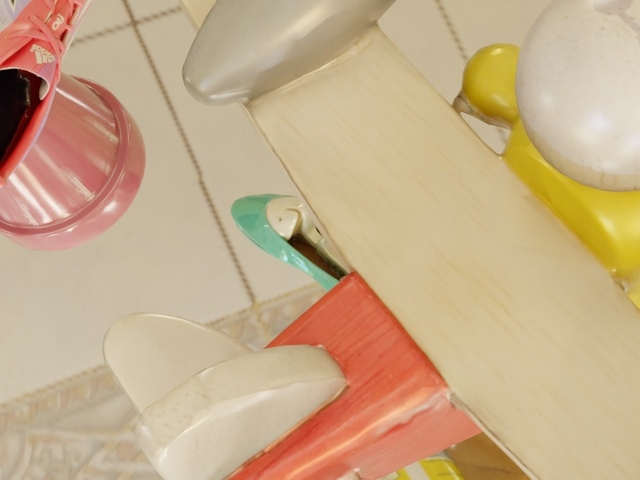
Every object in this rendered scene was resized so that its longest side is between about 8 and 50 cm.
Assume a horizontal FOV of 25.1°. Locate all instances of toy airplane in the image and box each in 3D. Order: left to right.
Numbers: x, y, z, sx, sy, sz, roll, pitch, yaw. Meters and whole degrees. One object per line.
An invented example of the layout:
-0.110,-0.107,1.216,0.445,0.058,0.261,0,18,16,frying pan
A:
0.085,-0.001,0.635,0.386,0.272,0.384,13,53,1,toy airplane

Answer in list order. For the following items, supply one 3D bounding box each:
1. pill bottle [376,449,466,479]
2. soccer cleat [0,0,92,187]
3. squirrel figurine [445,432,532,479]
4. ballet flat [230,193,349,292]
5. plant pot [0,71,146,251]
0.101,0.276,1.297,0.119,0.119,0.208,-22,53,-17,pill bottle
-0.187,-0.141,0.940,0.083,0.095,0.248,31,77,-36,soccer cleat
0.198,0.180,1.643,0.370,0.397,0.281,-8,61,-44,squirrel figurine
0.000,0.000,1.671,0.247,0.087,0.083,38,51,20,ballet flat
-0.313,-0.109,1.561,0.201,0.180,0.201,-5,68,13,plant pot
